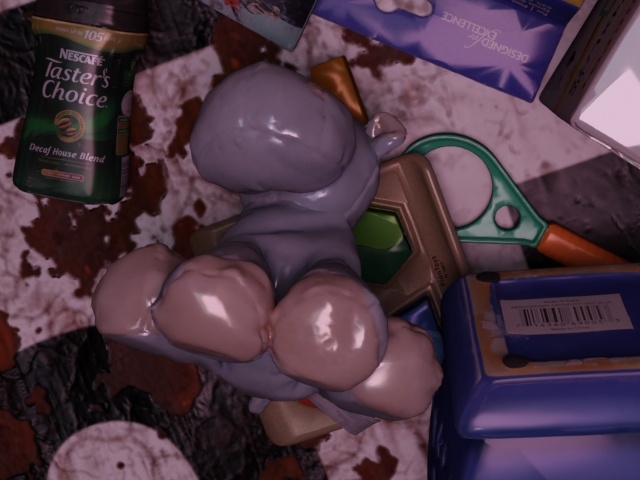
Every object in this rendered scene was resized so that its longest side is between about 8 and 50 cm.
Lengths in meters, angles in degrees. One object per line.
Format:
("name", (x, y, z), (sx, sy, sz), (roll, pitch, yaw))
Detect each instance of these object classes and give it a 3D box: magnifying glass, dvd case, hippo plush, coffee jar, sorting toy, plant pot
("magnifying glass", (0.169, -0.015, 1.023), (0.231, 0.026, 0.092), (27, 102, 0))
("dvd case", (-0.058, -0.221, 0.998), (0.119, 0.013, 0.087), (31, 129, 0))
("hippo plush", (0.000, 0.000, 0.891), (0.234, 0.294, 0.237), (6, 72, 32))
("coffee jar", (-0.203, -0.127, 1.014), (0.096, 0.079, 0.184), (10, 100, 4))
("sorting toy", (0.003, 0.013, 1.023), (0.229, 0.041, 0.307), (-19, 99, 14))
("plant pot", (0.197, 0.145, 0.905), (0.236, 0.236, 0.212), (-3, 115, 4))

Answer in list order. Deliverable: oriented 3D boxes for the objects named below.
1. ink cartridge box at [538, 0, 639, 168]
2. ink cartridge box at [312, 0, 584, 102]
("ink cartridge box", (0.300, -0.129, 0.864), (0.197, 0.270, 0.198), (30, 101, 0))
("ink cartridge box", (0.097, -0.307, 0.959), (0.303, 0.072, 0.307), (22, 100, 2))
